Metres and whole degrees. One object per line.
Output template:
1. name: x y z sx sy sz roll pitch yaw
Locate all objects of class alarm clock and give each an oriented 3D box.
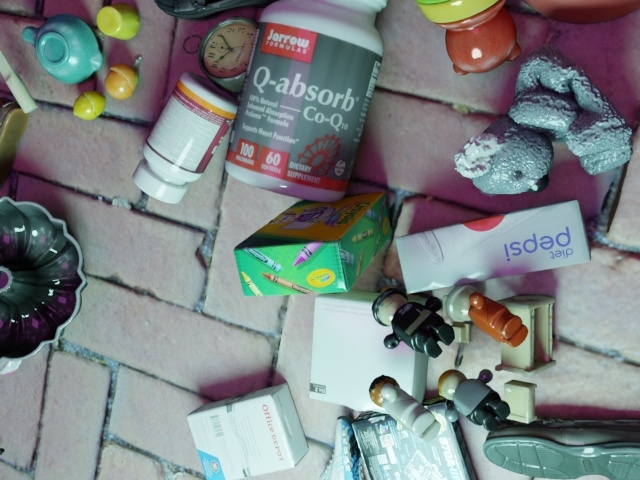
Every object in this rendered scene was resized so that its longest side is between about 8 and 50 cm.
1. alarm clock: -0.167 -0.336 1.202 0.192 0.064 0.129 20 80 20

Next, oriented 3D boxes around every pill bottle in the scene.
1. pill bottle: -0.250 -0.186 1.228 0.121 0.121 0.221 38 107 14
2. pill bottle: -0.017 -0.260 1.086 0.210 0.210 0.363 18 101 18

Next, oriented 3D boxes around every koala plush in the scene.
1. koala plush: 0.310 -0.151 0.994 0.221 0.196 0.203 -39 69 20

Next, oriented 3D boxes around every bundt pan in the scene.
1. bundt pan: -0.625 0.084 1.350 0.330 0.124 0.331 0 81 -3

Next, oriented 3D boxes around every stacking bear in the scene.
1. stacking bear: 0.208 -0.383 0.986 0.175 0.164 0.289 -17 126 21

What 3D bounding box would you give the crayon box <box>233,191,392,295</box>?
1. crayon box: 0.000 0.000 1.062 0.165 0.278 0.081 -5 106 21

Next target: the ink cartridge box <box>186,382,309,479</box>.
1. ink cartridge box: -0.136 0.363 1.253 0.190 0.082 0.140 -19 88 20

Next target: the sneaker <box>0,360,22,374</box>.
1. sneaker: -0.735 0.178 1.448 0.103 0.111 0.252 -26 85 21

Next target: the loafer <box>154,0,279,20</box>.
1. loafer: -0.179 -0.461 1.191 0.302 0.095 0.109 3 95 21

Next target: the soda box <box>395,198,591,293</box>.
1. soda box: 0.271 0.010 1.063 0.286 0.091 0.098 -12 90 21

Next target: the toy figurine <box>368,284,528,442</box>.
1. toy figurine: 0.175 0.173 0.982 0.148 0.213 0.210 31 120 57

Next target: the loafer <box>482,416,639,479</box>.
1. loafer: 0.397 0.323 1.061 0.267 0.084 0.096 -3 125 25

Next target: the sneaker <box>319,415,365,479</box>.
1. sneaker: 0.033 0.410 1.202 0.082 0.071 0.191 -5 93 27

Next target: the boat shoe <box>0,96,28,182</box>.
1. boat shoe: -0.693 -0.204 1.425 0.073 0.073 0.207 32 98 17

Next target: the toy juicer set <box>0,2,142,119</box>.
1. toy juicer set: -0.502 -0.344 1.336 0.328 0.089 0.209 -5 106 13

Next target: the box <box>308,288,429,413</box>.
1. box: 0.087 0.183 1.133 0.180 0.119 0.182 6 97 20

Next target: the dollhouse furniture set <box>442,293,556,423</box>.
1. dollhouse furniture set: 0.290 0.179 1.090 0.161 0.101 0.182 4 97 45

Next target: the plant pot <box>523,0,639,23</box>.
1. plant pot: 0.373 -0.453 0.904 0.274 0.243 0.275 2 96 21

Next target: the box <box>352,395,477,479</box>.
1. box: 0.171 0.394 1.155 0.175 0.051 0.220 -19 88 21

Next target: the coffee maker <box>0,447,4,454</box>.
1. coffee maker: -0.802 0.400 1.504 0.171 0.120 0.178 -8 93 -2
